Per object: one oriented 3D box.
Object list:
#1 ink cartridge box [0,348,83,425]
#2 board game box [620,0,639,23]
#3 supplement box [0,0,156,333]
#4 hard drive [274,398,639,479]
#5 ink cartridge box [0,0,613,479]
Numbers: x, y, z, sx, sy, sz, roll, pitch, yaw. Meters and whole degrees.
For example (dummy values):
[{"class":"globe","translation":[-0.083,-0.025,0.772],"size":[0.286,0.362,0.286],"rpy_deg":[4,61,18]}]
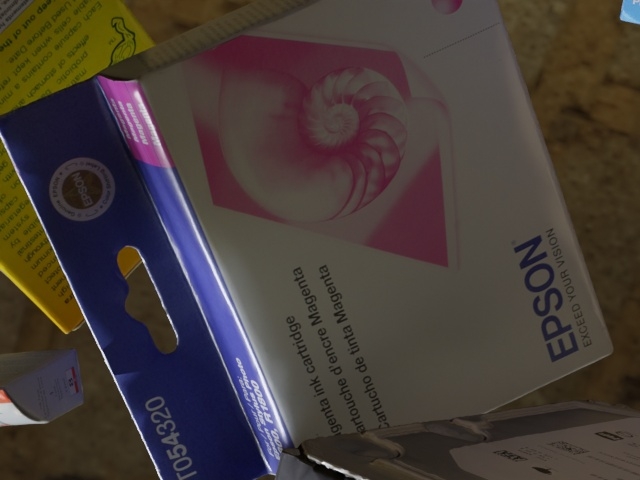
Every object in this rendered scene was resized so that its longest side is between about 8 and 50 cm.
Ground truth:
[{"class":"ink cartridge box","translation":[-0.243,0.107,1.031],"size":[0.179,0.145,0.045],"rpy_deg":[-39,-58,-73]},{"class":"board game box","translation":[0.353,-0.200,0.895],"size":[0.078,0.347,0.233],"rpy_deg":[-60,-22,-48]},{"class":"supplement box","translation":[-0.251,-0.133,1.206],"size":[0.195,0.356,0.194],"rpy_deg":[-46,47,-10]},{"class":"hard drive","translation":[0.164,0.153,0.893],"size":[0.237,0.339,0.064],"rpy_deg":[18,101,37]},{"class":"ink cartridge box","translation":[0.000,0.000,1.126],"size":[0.324,0.330,0.071],"rpy_deg":[68,172,-22]}]
